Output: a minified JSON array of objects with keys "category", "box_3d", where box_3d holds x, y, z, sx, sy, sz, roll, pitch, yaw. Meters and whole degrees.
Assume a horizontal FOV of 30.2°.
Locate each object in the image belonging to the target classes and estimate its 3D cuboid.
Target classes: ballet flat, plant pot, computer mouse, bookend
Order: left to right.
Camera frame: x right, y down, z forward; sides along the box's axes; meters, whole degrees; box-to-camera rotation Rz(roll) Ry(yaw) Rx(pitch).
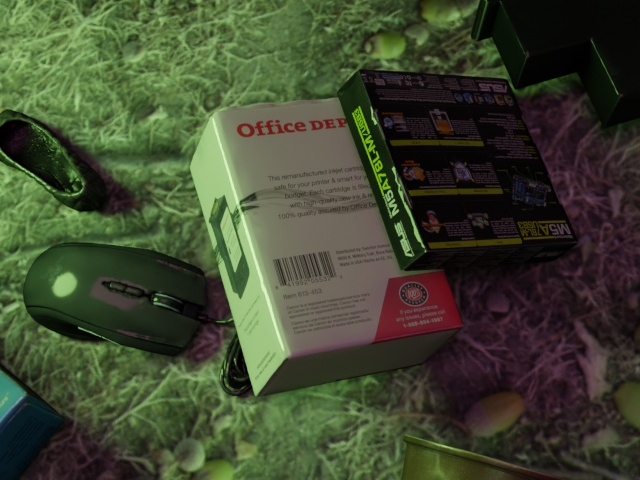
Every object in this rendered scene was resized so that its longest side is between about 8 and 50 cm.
[{"category":"ballet flat","box_3d":[-0.282,-0.089,1.189,0.173,0.049,0.057,33,77,18]},{"category":"computer mouse","box_3d":[-0.152,0.022,1.126,0.262,0.060,0.184,17,75,13]},{"category":"plant pot","box_3d":[0.126,0.258,0.957,0.167,0.167,0.165,14,82,13]},{"category":"bookend","box_3d":[0.247,-0.170,1.115,0.156,0.072,0.157,-17,69,-9]}]

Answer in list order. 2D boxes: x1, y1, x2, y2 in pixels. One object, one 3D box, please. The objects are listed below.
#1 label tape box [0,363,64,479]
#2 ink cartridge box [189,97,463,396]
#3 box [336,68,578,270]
[{"category":"label tape box","box_3d":[-0.443,0.152,1.097,0.333,0.106,0.241,35,79,18]},{"category":"ink cartridge box","box_3d":[0.000,0.000,1.059,0.172,0.100,0.237,-8,67,-24]},{"category":"box","box_3d":[0.124,-0.065,1.068,0.190,0.045,0.184,-3,66,-37]}]
